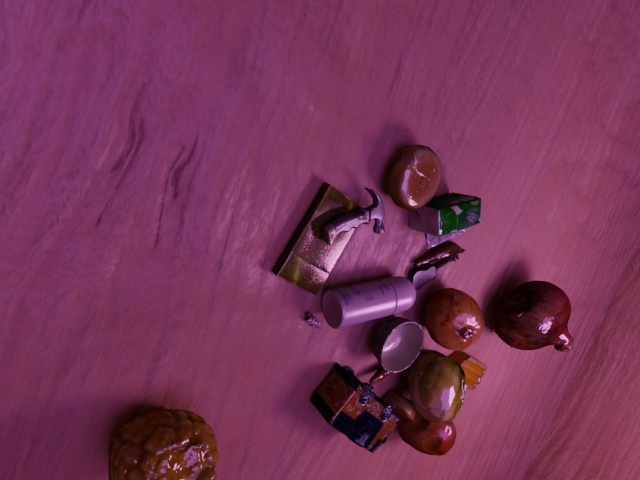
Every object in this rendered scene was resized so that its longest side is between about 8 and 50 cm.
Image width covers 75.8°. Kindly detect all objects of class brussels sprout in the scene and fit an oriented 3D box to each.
[{"bbox_3d":[0.467,0.582,1.671,0.260,0.227,0.294,56,45,-24],"label":"brussels sprout"}]

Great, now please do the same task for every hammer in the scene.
[{"bbox_3d":[0.103,-0.062,1.250,0.226,0.041,0.159,-25,120,-26],"label":"hammer"}]

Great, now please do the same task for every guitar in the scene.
[{"bbox_3d":[0.450,0.106,1.593,0.270,0.038,0.084,-23,120,-24],"label":"guitar"}]

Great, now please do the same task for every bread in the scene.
[{"bbox_3d":[0.328,0.687,1.677,0.156,0.125,0.086,52,59,-30],"label":"bread"},{"bbox_3d":[0.304,-0.204,1.343,0.213,0.104,0.214,-8,106,-30],"label":"bread"}]

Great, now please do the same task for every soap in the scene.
[{"bbox_3d":[0.660,0.593,1.887,0.232,0.073,0.140,32,87,-37],"label":"soap"}]

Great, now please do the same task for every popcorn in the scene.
[{"bbox_3d":[-0.400,0.572,1.068,0.281,0.247,0.283,12,64,-25],"label":"popcorn"}]

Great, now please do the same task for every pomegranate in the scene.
[{"bbox_3d":[0.514,0.306,1.590,0.248,0.248,0.249,-12,113,-29],"label":"pomegranate"}]

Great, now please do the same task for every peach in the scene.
[{"bbox_3d":[0.452,0.798,1.758,0.235,0.214,0.215,-8,116,6],"label":"peach"}]

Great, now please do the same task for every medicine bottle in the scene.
[{"bbox_3d":[0.178,0.200,1.394,0.340,0.130,0.131,-8,111,-31],"label":"medicine bottle"}]

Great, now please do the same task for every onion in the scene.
[{"bbox_3d":[0.949,0.346,1.867,0.353,0.353,0.354,-12,113,-29],"label":"onion"}]

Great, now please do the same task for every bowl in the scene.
[{"bbox_3d":[0.271,0.372,1.528,0.211,0.112,0.212,-13,115,-29],"label":"bowl"}]

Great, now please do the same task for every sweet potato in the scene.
[{"bbox_3d":[0.287,0.487,1.610,0.264,0.057,0.058,-30,121,-28],"label":"sweet potato"},{"bbox_3d":[0.456,0.046,1.563,0.249,0.060,0.069,-18,153,-26],"label":"sweet potato"}]

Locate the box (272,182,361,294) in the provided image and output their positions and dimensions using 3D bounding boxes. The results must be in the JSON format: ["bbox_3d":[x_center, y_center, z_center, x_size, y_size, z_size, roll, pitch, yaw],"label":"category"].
[{"bbox_3d":[0.000,0.000,1.256,0.172,0.043,0.312,32,89,-37],"label":"box"}]

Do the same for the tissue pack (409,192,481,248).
[{"bbox_3d":[0.438,-0.071,1.452,0.208,0.148,0.156,-17,114,-28],"label":"tissue pack"}]

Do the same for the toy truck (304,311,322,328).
[{"bbox_3d":[-0.024,0.264,1.350,0.083,0.024,0.032,42,60,-38],"label":"toy truck"}]

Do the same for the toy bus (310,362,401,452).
[{"bbox_3d":[0.132,0.614,1.498,0.194,0.161,0.323,-48,124,-9],"label":"toy bus"}]
